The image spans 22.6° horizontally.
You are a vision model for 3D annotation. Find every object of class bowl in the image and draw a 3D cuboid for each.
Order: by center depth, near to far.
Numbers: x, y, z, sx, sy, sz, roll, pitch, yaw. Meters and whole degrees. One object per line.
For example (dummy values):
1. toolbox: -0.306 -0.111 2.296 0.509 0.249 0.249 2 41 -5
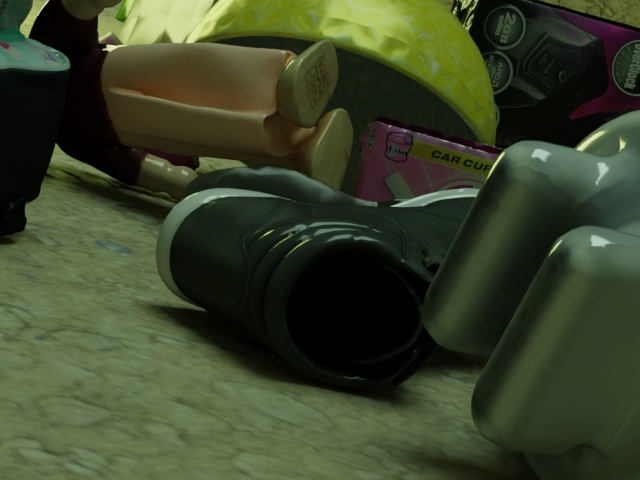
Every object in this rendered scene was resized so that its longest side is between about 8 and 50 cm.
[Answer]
1. bowl: 0.030 -0.161 1.398 0.290 0.156 0.289 16 -22 7

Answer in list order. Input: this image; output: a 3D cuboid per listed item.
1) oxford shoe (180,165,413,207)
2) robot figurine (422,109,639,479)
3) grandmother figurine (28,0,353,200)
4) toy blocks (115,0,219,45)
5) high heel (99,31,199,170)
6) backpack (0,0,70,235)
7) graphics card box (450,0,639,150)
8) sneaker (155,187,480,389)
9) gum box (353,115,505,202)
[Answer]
1. oxford shoe: 0.000 0.000 1.153 0.212 0.076 0.076 11 -19 -11
2. robot figurine: 0.232 0.050 0.801 0.354 0.199 0.300 11 34 -24
3. grandmother figurine: -0.153 -0.112 1.228 0.342 0.207 0.104 5 31 25
4. toy blocks: -0.069 -0.203 1.853 0.261 0.190 0.381 25 -4 -24
5. high heel: -0.199 -0.110 1.465 0.117 0.082 0.244 -30 46 -11
6. backpack: -0.302 -0.114 0.963 0.254 0.191 0.225 13 10 16
7. graphics card box: 0.289 -0.105 1.630 0.371 0.232 0.094 14 11 -13
8. sneaker: 0.064 0.033 0.940 0.296 0.104 0.147 3 17 -28
9. gum box: 0.113 -0.025 1.284 0.188 0.107 0.062 15 10 -1
